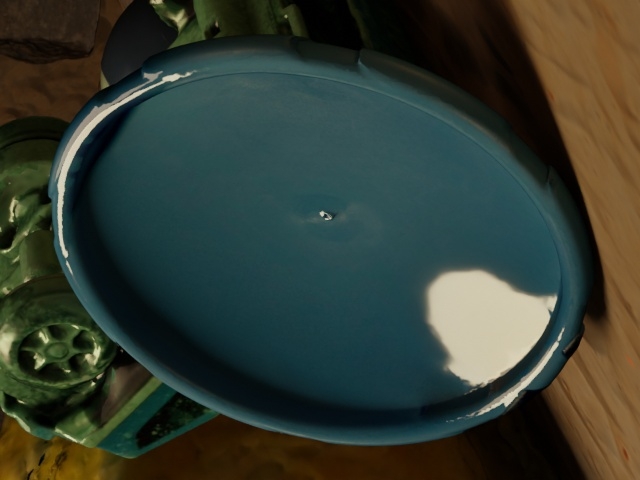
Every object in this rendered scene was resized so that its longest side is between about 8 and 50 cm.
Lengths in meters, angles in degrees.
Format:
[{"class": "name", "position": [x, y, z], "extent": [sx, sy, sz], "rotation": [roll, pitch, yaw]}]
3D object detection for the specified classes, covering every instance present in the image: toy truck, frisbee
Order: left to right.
[{"class": "toy truck", "position": [-0.065, -0.023, 0.949], "extent": [0.156, 0.279, 0.155], "rotation": [29, -151, -35]}, {"class": "frisbee", "position": [0.000, 0.000, 0.821], "extent": [0.045, 0.242, 0.242], "rotation": [-74, -29, -45]}]

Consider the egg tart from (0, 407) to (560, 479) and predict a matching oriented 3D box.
[{"class": "egg tart", "position": [-0.033, 0.179, 1.082], "extent": [0.388, 0.388, 0.169], "rotation": [62, 165, 17]}]

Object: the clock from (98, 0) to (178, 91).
[{"class": "clock", "position": [-0.053, -0.071, 1.298], "extent": [0.243, 0.146, 0.199], "rotation": [59, -169, -3]}]
